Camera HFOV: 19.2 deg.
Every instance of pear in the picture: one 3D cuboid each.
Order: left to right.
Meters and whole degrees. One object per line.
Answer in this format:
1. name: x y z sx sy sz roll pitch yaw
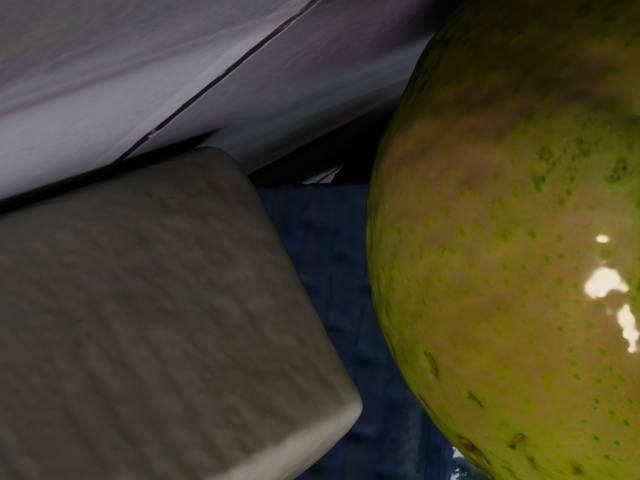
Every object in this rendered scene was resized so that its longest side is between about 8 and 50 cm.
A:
1. pear: 0.204 -0.015 1.025 0.391 0.391 0.391 -27 176 -2

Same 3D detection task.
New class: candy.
1. candy: -0.148 0.085 1.016 0.145 0.208 0.358 -39 169 39

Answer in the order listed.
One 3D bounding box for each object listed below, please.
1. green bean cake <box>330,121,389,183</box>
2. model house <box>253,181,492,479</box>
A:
1. green bean cake: 0.139 -0.063 1.603 0.222 0.125 0.248 -26 176 -25
2. model house: 0.090 0.189 1.448 0.445 0.395 0.400 14 161 -18
